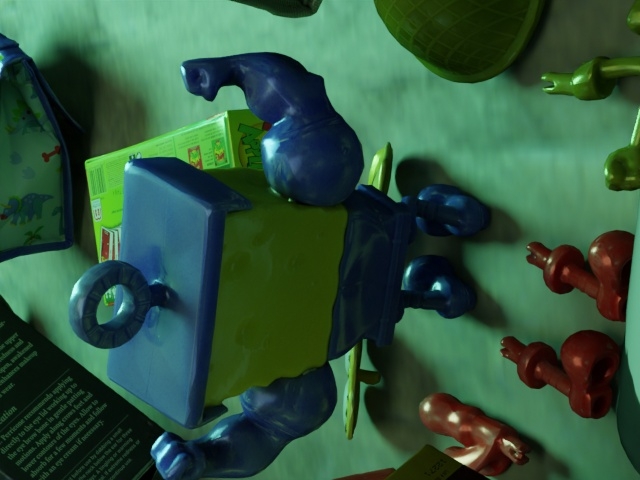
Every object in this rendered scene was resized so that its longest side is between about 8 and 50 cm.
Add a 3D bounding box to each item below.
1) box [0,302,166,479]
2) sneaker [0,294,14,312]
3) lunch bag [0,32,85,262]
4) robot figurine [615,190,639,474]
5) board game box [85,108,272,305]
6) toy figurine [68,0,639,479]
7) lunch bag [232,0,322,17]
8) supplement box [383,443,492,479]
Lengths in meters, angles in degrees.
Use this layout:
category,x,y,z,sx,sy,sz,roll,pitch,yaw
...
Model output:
category,x,y,z,sx,sy,sz,roll,pitch,yaw
box,-0.223,0.138,1.152,0.207,0.108,0.153,36,132,8
sneaker,-0.316,0.204,1.370,0.182,0.158,0.410,-128,47,-64
lunch bag,-0.226,-0.078,1.206,0.129,0.096,0.151,38,136,47
robot figurine,0.179,-0.003,0.537,0.209,0.174,0.278,16,110,35
board game box,-0.075,-0.017,1.036,0.181,0.043,0.092,-12,86,57
toy figurine,0.000,0.000,0.770,0.191,0.217,0.362,36,125,48
lunch bag,-0.056,-0.290,0.854,0.235,0.169,0.287,55,130,41
supplement box,0.070,0.228,0.724,0.194,0.129,0.191,28,122,22
